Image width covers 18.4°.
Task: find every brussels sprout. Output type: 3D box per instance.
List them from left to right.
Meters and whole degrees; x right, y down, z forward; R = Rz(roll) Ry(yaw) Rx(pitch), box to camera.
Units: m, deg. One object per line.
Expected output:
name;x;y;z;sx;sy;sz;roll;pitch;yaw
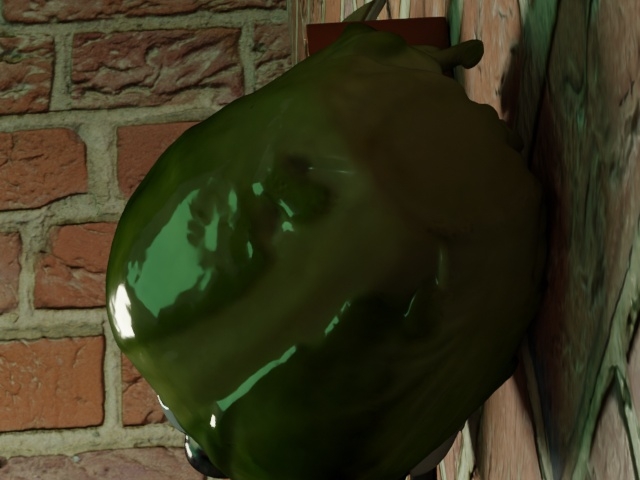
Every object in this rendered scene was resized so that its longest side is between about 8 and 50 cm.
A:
brussels sprout;0.013;0.030;1.389;0.276;0.315;0.371;61;161;19

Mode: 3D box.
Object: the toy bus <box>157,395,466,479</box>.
toy bus;-0.005;0.085;1.756;0.232;0.288;0.194;-78;-7;-53

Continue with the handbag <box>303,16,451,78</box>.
handbag;0.054;-0.097;1.729;0.063;0.127;0.190;103;162;-76

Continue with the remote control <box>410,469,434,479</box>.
remote control;0.103;0.174;2.033;0.063;0.025;0.245;-91;-1;-73

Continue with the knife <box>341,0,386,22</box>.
knife;-0.023;-0.147;2.193;0.027;0.061;0.343;50;-119;-29
